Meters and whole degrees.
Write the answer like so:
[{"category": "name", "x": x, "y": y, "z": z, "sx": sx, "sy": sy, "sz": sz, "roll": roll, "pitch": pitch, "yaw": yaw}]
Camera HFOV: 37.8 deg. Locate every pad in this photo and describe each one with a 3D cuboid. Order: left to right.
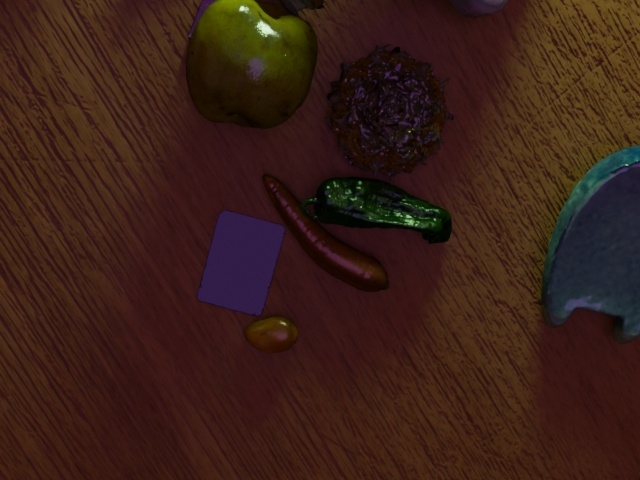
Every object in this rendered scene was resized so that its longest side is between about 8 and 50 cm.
[{"category": "pad", "x": -0.129, "y": 0.037, "z": 1.520, "sx": 0.112, "sy": 0.003, "sz": 0.157, "roll": 15, "pitch": 97, "yaw": -7}]

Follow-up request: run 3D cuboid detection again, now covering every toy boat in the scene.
[{"category": "toy boat", "x": 0.479, "y": 0.001, "z": 1.519, "sx": 0.215, "sy": 0.123, "sz": 0.330, "roll": 12, "pitch": 109, "yaw": 2}]

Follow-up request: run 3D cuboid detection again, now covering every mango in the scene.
[{"category": "mango", "x": -0.081, "y": 0.153, "z": 1.522, "sx": 0.089, "sy": 0.046, "sz": 0.060, "roll": 3, "pitch": 96, "yaw": 8}]

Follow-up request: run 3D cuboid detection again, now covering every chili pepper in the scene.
[{"category": "chili pepper", "x": 0.092, "y": -0.048, "z": 1.481, "sx": 0.257, "sy": 0.074, "sz": 0.100, "roll": 9, "pitch": 65, "yaw": -9}]

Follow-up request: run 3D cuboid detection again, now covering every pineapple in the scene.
[{"category": "pineapple", "x": 0.111, "y": -0.201, "z": 1.462, "sx": 0.225, "sy": 0.076, "sz": 0.225, "roll": -1, "pitch": 97, "yaw": -8}]

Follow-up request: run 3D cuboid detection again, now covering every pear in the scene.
[{"category": "pear", "x": -0.103, "y": -0.260, "z": 1.385, "sx": 0.200, "sy": 0.200, "sz": 0.200, "roll": -1, "pitch": 99, "yaw": -4}]

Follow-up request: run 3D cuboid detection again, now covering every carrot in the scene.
[{"category": "carrot", "x": 0.000, "y": 0.000, "z": 1.499, "sx": 0.271, "sy": 0.062, "sz": 0.066, "roll": 37, "pitch": 127, "yaw": -5}]

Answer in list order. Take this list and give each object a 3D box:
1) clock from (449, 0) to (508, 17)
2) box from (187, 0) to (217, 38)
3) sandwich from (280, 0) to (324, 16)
[{"category": "clock", "x": 0.182, "y": -0.504, "z": 1.365, "sx": 0.322, "sy": 0.113, "sz": 0.295, "roll": 29, "pitch": 83, "yaw": -25}, {"category": "box", "x": -0.167, "y": -0.342, "z": 1.450, "sx": 0.051, "sy": 0.023, "sz": 0.082, "roll": 22, "pitch": 96, "yaw": -6}, {"category": "sandwich", "x": -0.052, "y": -0.459, "z": 1.371, "sx": 0.128, "sy": 0.122, "sz": 0.235, "roll": 4, "pitch": 88, "yaw": -18}]
